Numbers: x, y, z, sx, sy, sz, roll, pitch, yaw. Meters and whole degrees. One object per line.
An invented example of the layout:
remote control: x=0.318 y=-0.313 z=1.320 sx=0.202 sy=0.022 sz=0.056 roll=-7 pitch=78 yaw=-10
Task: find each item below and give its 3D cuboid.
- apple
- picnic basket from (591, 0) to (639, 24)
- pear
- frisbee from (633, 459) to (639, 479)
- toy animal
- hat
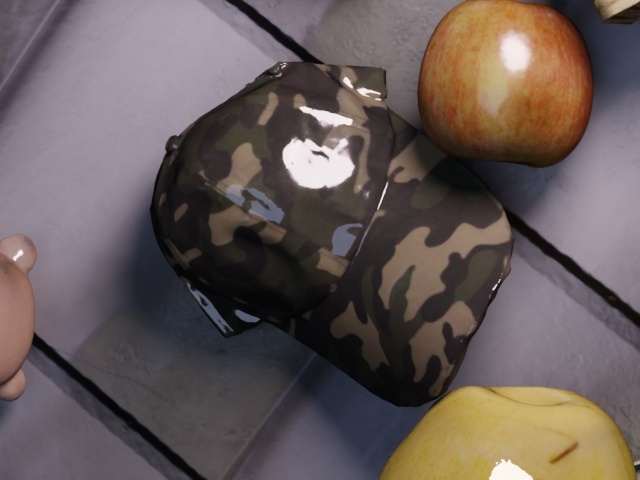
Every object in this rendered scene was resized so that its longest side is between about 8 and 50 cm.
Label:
apple: x=0.196 y=-0.167 z=1.724 sx=0.188 sy=0.188 sz=0.174 roll=8 pitch=96 yaw=16
picnic basket: x=0.387 y=-0.340 z=1.615 sx=0.313 sy=0.228 sz=0.175 roll=-27 pitch=88 yaw=19
pear: x=0.199 y=0.298 z=1.738 sx=0.309 sy=0.309 sz=0.309 roll=3 pitch=100 yaw=17
frisbee: x=0.376 y=0.297 z=1.834 sx=0.110 sy=0.014 sz=0.110 roll=3 pitch=101 yaw=18
toy animal: x=-0.469 y=0.086 z=1.956 sx=0.229 sy=0.221 sz=0.210 roll=15 pitch=101 yaw=16
hat: x=0.000 y=0.000 z=1.779 sx=0.382 sy=0.257 sz=0.366 roll=43 pitch=114 yaw=52
